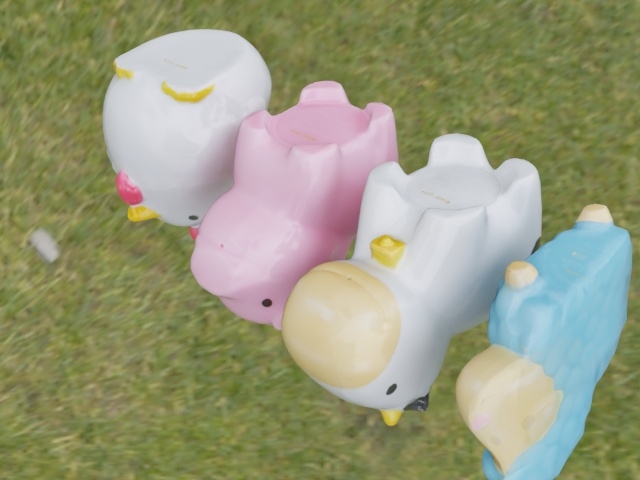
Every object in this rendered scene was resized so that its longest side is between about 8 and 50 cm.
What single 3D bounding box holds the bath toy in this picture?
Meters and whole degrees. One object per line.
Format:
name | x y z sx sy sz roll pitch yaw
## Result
bath toy | 0.000 0.000 0.891 0.151 0.348 0.129 -28 131 -31
